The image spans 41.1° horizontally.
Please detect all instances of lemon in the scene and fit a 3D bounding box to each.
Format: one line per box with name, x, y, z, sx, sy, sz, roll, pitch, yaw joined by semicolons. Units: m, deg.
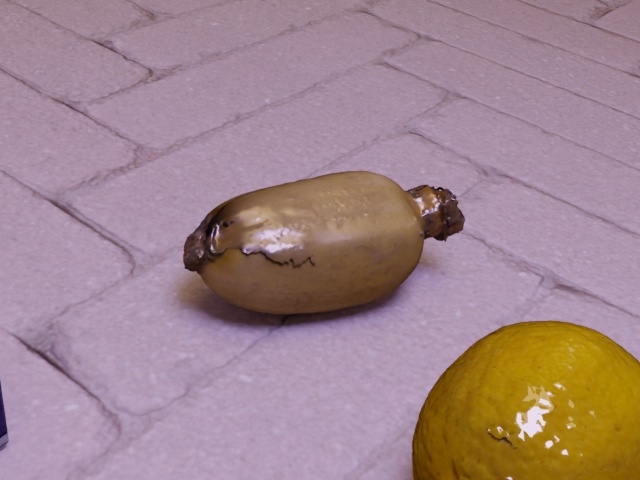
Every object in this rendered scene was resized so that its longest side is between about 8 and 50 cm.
lemon;0.174;0.159;0.669;0.188;0.188;0.256;33;39;30

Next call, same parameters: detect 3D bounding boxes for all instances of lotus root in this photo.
lotus root;0.000;0.003;0.899;0.303;0.131;0.146;-10;62;-23

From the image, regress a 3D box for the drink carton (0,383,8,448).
drink carton;-0.329;0.078;0.649;0.134;0.222;0.102;29;41;26
